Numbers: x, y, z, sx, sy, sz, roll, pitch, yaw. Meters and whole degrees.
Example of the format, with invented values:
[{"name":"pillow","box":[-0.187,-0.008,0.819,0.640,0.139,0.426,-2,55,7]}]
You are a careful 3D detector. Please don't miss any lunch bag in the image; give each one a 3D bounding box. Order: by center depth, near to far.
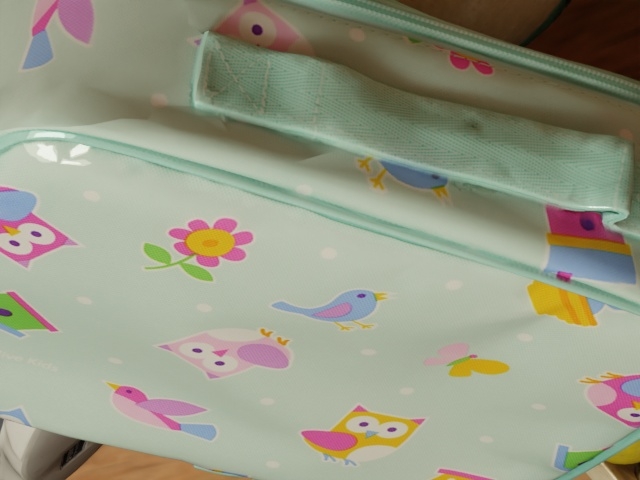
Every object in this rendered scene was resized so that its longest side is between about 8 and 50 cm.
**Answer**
[{"name":"lunch bag","box":[0.000,0.000,0.679,0.279,0.108,0.224,16,148,-17]}]

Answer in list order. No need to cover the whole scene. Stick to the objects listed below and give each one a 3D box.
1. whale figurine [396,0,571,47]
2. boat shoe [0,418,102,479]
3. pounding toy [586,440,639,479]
[{"name":"whale figurine","box":[0.046,-0.189,0.700,0.216,0.141,0.272,27,111,19]},{"name":"boat shoe","box":[-0.155,0.072,1.059,0.088,0.096,0.267,48,161,7]},{"name":"pounding toy","box":[0.177,0.149,0.827,0.269,0.154,0.155,48,139,-4]}]
